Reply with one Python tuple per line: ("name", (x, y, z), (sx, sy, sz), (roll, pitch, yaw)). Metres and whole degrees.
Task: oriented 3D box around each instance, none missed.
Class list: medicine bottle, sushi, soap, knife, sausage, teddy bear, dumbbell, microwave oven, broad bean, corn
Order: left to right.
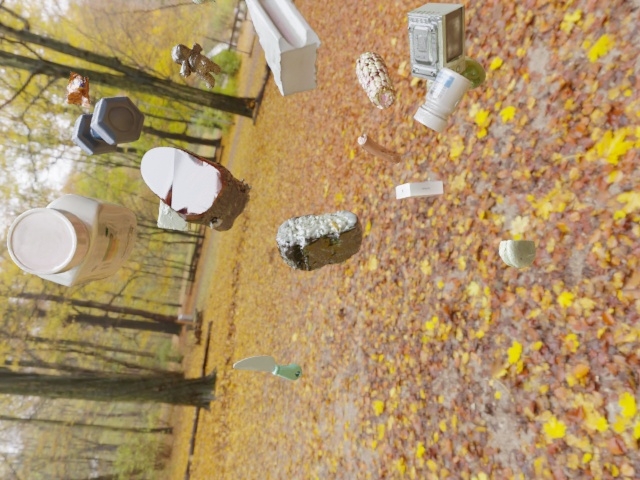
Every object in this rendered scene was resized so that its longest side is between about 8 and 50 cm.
("medicine bottle", (-0.440, -0.001, 0.855), (0.296, 0.111, 0.161), (167, 122, -86))
("dumbbell", (-0.715, -0.376, 1.543), (0.324, 0.160, 0.144), (1, 109, 49))
("sushi", (-0.260, -0.111, 0.955), (0.136, 0.225, 0.126), (-60, -23, -2))
("teddy bear", (-0.381, -0.549, 1.433), (0.078, 0.160, 0.120), (5, 74, 51))
("knife", (-0.163, 0.410, 1.503), (0.034, 0.260, 0.063), (24, 91, 53))
("soap", (-0.132, -0.711, 1.670), (0.302, 0.158, 0.258), (62, 170, 20))
("sushi", (0.000, 0.000, 1.825), (0.211, 0.349, 0.171), (-104, 3, -54))
("corn", (0.158, -0.463, 1.320), (0.281, 0.092, 0.092), (-97, 24, -51))
("sausage", (0.309, -0.459, 2.362), (0.078, 0.304, 0.078), (-30, 50, 44))
("microwave oven", (0.365, -0.628, 1.468), (0.163, 0.129, 0.205), (29, 145, 42))
("medicine bottle", (0.365, -0.420, 1.384), (0.168, 0.105, 0.105), (-62, 22, 21))
("broad bean", (0.489, -0.584, 1.665), (0.072, 0.206, 0.153), (-92, -13, -60))

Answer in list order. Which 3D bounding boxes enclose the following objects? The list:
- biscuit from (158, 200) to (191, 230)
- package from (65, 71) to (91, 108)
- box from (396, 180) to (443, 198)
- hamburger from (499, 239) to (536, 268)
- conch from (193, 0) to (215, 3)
("biscuit", (-0.523, -0.139, 1.677), (0.040, 0.121, 0.200), (-29, -53, -81))
("package", (-0.799, -0.497, 1.528), (0.033, 0.077, 0.111), (50, 128, 53))
("box", (0.364, -0.187, 1.704), (0.129, 0.130, 0.051), (-176, 80, -78))
("hamburger", (0.578, 0.041, 1.337), (0.054, 0.121, 0.084), (169, 99, -64))
("conch", (-0.356, -0.760, 1.406), (0.076, 0.085, 0.057), (-27, 92, 48))
